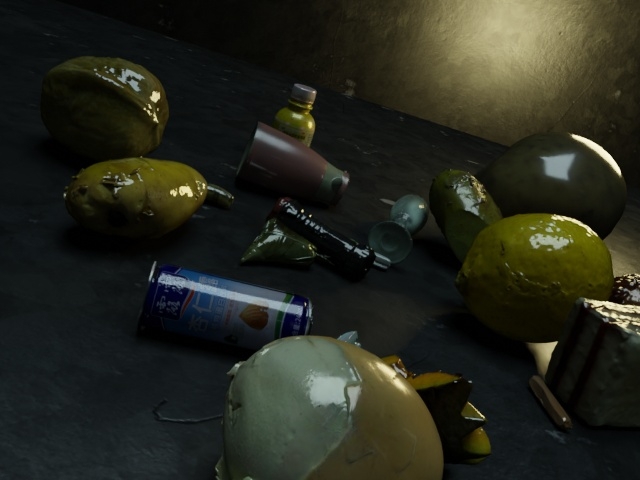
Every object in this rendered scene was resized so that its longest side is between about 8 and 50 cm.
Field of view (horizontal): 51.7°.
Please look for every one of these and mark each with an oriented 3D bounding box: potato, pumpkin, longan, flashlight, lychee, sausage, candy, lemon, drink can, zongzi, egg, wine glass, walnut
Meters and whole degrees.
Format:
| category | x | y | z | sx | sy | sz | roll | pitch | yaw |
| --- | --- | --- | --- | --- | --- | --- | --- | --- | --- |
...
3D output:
| category | x | y | z | sx | sy | sz | roll | pitch | yaw |
| --- | --- | --- | --- | --- | --- | --- | --- | --- | --- |
| potato | -0.318 | -0.078 | 1.169 | 0.173 | 0.140 | 0.300 | 19 | 14 | 19 |
| pumpkin | 0.098 | 0.233 | 0.829 | 0.149 | 0.130 | 0.254 | -20 | 3 | -15 |
| longan | 0.585 | -0.109 | 1.718 | 0.404 | 0.336 | 0.404 | -2 | 33 | 1 |
| potato | 0.357 | -0.040 | 1.543 | 0.176 | 0.141 | 0.298 | -2 | 55 | -44 |
| flashlight | 0.000 | 0.000 | 1.330 | 0.232 | 0.093 | 0.093 | 33 | 25 | 18 |
| lychee | 0.612 | 0.162 | 1.315 | 0.188 | 0.188 | 0.188 | 16 | 21 | -7 |
| sausage | 0.371 | 0.262 | 1.067 | 0.026 | 0.026 | 0.116 | 13 | 23 | -16 |
| candy | 0.556 | 0.215 | 1.127 | 0.320 | 0.179 | 0.135 | 10 | 22 | -24 |
| lemon | 0.401 | 0.068 | 1.252 | 0.310 | 0.253 | 0.253 | 1 | 24 | -8 |
| drink can | -0.134 | 0.101 | 0.947 | 0.235 | 0.097 | 0.097 | 15 | 22 | -12 |
| zongzi | -0.062 | 0.040 | 1.246 | 0.154 | 0.062 | 0.130 | 34 | 43 | -2 |
| zongzi | -0.227 | -0.099 | 1.450 | 0.076 | 0.040 | 0.083 | 23 | 3 | -7 |
| egg | 0.013 | 0.207 | 0.675 | 0.244 | 0.201 | 0.201 | 27 | 19 | -16 |
| wine glass | 0.251 | 0.023 | 1.544 | 0.264 | 0.096 | 0.309 | 45 | 23 | 1 |
| walnut | -0.469 | -0.281 | 1.419 | 0.283 | 0.283 | 0.227 | 20 | 62 | 4 |

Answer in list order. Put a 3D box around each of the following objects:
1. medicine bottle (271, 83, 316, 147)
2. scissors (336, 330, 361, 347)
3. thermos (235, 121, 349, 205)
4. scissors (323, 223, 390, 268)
| category | x | y | z | sx | sy | sz | roll | pitch | yaw |
| --- | --- | --- | --- | --- | --- | --- | --- | --- | --- |
| medicine bottle | -0.073 | -0.336 | 1.893 | 0.122 | 0.212 | 0.122 | 16 | 21 | -6 |
| scissors | 0.012 | 0.174 | 0.939 | 0.125 | 0.030 | 0.256 | -11 | 3 | 20 |
| thermos | -0.063 | -0.173 | 1.635 | 0.265 | 0.146 | 0.176 | 22 | -5 | -14 |
| scissors | 0.054 | 0.012 | 1.411 | 0.204 | 0.027 | 0.101 | 24 | 23 | 18 |
